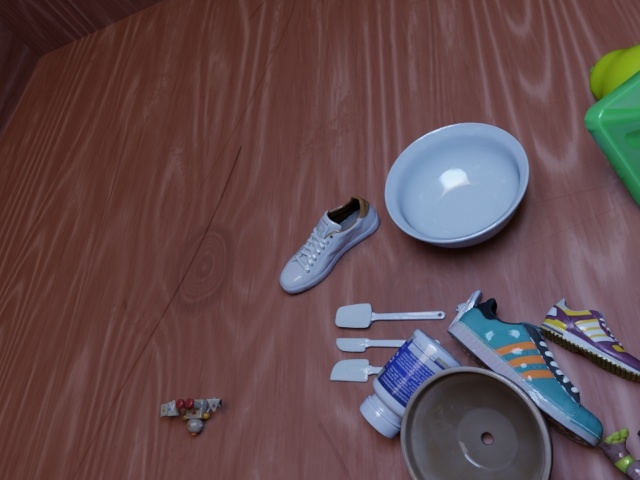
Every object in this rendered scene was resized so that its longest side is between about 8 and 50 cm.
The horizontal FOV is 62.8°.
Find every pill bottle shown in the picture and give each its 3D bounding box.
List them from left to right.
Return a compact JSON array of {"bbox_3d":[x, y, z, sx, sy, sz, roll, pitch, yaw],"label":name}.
[{"bbox_3d":[0.163,0.268,0.973,0.186,0.112,0.112,-50,50,2],"label":"pill bottle"}]

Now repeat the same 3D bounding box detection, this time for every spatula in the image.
[{"bbox_3d":[0.138,0.210,1.091,0.242,0.019,0.168,-6,57,25],"label":"spatula"}]

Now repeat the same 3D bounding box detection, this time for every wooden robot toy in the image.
[{"bbox_3d":[-0.295,0.398,1.176,0.174,0.076,0.078,-12,66,22],"label":"wooden robot toy"}]

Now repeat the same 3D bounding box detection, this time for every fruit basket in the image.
[{"bbox_3d":[0.681,-0.261,0.992,0.392,0.282,0.392,-37,7,5],"label":"fruit basket"}]

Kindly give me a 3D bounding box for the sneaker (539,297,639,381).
[{"bbox_3d":[0.480,0.165,0.901,0.186,0.069,0.083,30,78,37],"label":"sneaker"}]

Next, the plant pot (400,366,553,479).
[{"bbox_3d":[0.263,0.330,0.868,0.238,0.110,0.237,-9,73,31],"label":"plant pot"}]

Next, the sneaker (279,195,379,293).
[{"bbox_3d":[0.000,0.000,1.234,0.290,0.123,0.106,-43,52,-1],"label":"sneaker"}]

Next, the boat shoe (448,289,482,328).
[{"bbox_3d":[0.287,0.139,1.045,0.035,0.035,0.100,23,80,34],"label":"boat shoe"}]

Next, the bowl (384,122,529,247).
[{"bbox_3d":[0.297,-0.096,1.125,0.298,0.134,0.297,-13,56,20],"label":"bowl"}]

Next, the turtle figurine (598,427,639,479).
[{"bbox_3d":[0.521,0.366,0.738,0.270,0.087,0.217,-24,46,4],"label":"turtle figurine"}]

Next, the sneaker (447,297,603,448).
[{"bbox_3d":[0.366,0.212,0.907,0.121,0.108,0.302,-44,52,-4],"label":"sneaker"}]
